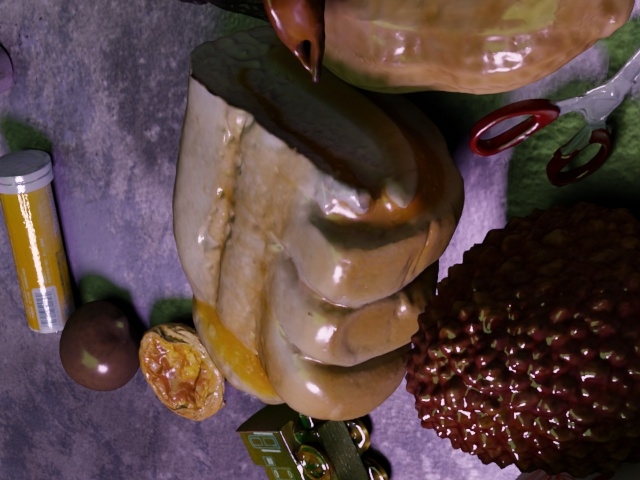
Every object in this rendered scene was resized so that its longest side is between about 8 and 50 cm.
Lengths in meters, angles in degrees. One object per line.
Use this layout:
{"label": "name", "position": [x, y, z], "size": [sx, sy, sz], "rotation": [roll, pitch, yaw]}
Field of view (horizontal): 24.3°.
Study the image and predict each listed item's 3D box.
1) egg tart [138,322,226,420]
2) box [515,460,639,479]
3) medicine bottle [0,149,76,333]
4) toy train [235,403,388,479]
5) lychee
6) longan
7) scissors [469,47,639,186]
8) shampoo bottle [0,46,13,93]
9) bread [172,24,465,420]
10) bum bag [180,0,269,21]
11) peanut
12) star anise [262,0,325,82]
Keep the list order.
{"label": "egg tart", "position": [-0.153, 0.149, 1.735], "size": [0.130, 0.052, 0.130], "rotation": [17, 123, 29]}
{"label": "box", "position": [0.276, 0.273, 1.253], "size": [0.344, 0.385, 0.122], "rotation": [-23, 99, 43]}
{"label": "medicine bottle", "position": [-0.340, 0.004, 1.781], "size": [0.074, 0.074, 0.218], "rotation": [13, 123, 31]}
{"label": "toy train", "position": [0.007, 0.281, 1.670], "size": [0.137, 0.090, 0.225], "rotation": [-7, 110, 47]}
{"label": "lychee", "position": [0.194, 0.093, 1.298], "size": [0.271, 0.271, 0.271], "rotation": [18, 124, 28]}
{"label": "longan", "position": [-0.260, 0.125, 1.777], "size": [0.113, 0.092, 0.113], "rotation": [2, 94, 37]}
{"label": "scissors", "position": [0.249, -0.129, 1.245], "size": [0.248, 0.144, 0.017], "rotation": [-39, 49, 36]}
{"label": "shampoo bottle", "position": [-0.436, -0.161, 1.658], "size": [0.072, 0.214, 0.072], "rotation": [17, 124, 28]}
{"label": "bread", "position": [0.000, 0.000, 1.426], "size": [0.300, 0.210, 0.341], "rotation": [41, 135, 40]}
{"label": "bum bag", "position": [-0.126, -0.275, 1.458], "size": [0.248, 0.069, 0.102], "rotation": [15, 159, 29]}
{"label": "peanut", "position": [0.125, -0.198, 1.270], "size": [0.305, 0.147, 0.147], "rotation": [5, 117, 36]}
{"label": "star anise", "position": [-0.007, -0.311, 1.225], "size": [0.237, 0.148, 0.346], "rotation": [4, 78, 21]}
